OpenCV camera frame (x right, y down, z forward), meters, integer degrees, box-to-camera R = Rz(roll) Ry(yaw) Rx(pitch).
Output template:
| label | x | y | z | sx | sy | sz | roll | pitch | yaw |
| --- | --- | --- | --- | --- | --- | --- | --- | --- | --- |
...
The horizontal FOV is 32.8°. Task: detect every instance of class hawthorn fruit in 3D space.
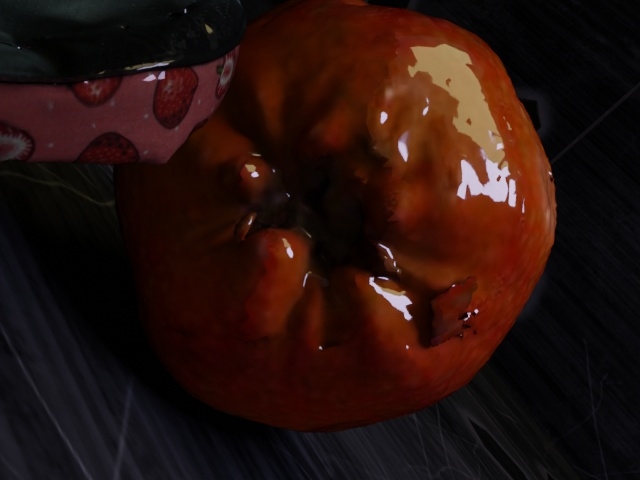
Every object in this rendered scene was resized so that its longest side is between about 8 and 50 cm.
| label | x | y | z | sx | sy | sz | roll | pitch | yaw |
| --- | --- | --- | --- | --- | --- | --- | --- | --- | --- |
| hawthorn fruit | 0.000 | 0.000 | 0.574 | 0.211 | 0.211 | 0.299 | 49 | -12 | 9 |

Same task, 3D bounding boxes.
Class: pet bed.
| label | x | y | z | sx | sy | sz | roll | pitch | yaw |
| --- | --- | --- | --- | --- | --- | --- | --- | --- | --- |
| pet bed | -0.123 | -0.087 | 0.431 | 0.201 | 0.053 | 0.201 | 7 | 28 | -4 |
